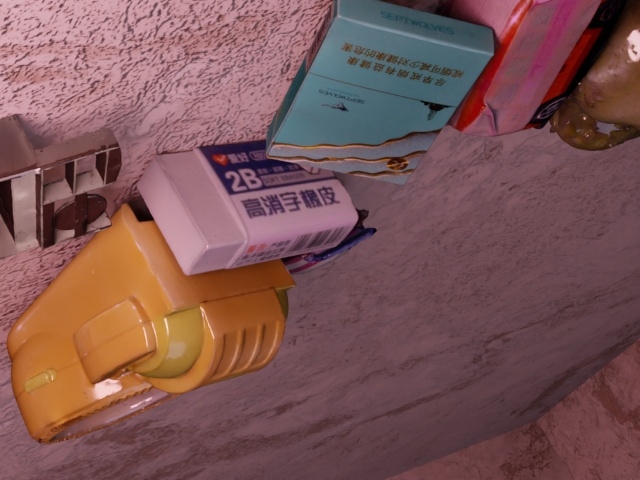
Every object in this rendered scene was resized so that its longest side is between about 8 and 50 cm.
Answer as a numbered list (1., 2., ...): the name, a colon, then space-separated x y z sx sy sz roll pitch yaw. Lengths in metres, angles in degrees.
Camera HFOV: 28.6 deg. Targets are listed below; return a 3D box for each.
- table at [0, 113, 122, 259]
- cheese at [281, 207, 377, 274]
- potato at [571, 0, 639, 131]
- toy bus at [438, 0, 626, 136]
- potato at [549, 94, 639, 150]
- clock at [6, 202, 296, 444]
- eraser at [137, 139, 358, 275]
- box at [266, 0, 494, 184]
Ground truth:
1. table: -0.272 -0.044 1.121 0.175 0.062 0.146 -21 158 -22
2. cheese: 0.000 0.000 1.498 0.155 0.062 0.244 -29 -169 -14
3. potato: 0.425 -0.234 1.429 0.326 0.221 0.243 -2 147 -45
4. toy bus: 0.208 -0.223 1.294 0.147 0.127 0.302 -17 158 -21
5. potato: 0.401 -0.194 1.653 0.251 0.113 0.149 -28 154 -32
6. clock: -0.207 0.105 1.392 0.317 0.200 0.244 -34 164 33
7. eraser: -0.074 -0.039 1.320 0.210 0.124 0.068 -11 152 -42
8. box: 0.053 -0.147 1.267 0.162 0.041 0.229 11 145 -15
